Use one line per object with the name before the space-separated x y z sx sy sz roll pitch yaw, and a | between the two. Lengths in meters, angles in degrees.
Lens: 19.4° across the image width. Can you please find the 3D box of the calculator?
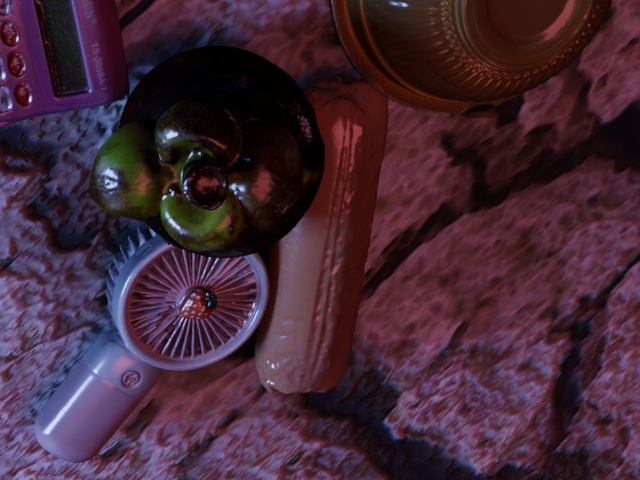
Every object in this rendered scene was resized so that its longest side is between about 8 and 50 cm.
calculator | -0.243 -0.143 1.390 0.190 0.034 0.127 -14 123 -11

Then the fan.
fan | -0.145 0.084 1.536 0.130 0.074 0.244 32 102 -35

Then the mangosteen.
mangosteen | -0.087 -0.066 1.416 0.184 0.172 0.172 -8 123 -48

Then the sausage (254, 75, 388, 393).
sausage | -0.001 0.001 1.548 0.086 0.086 0.289 -3 119 -23

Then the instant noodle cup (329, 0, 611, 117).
instant noodle cup | 0.148 -0.208 1.498 0.274 0.091 0.274 -12 121 -20
